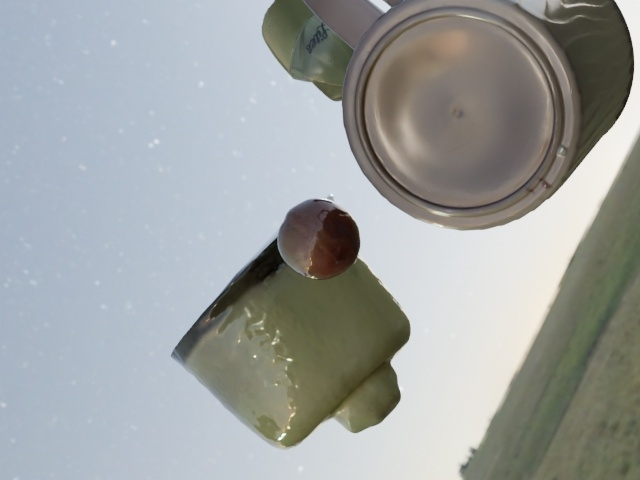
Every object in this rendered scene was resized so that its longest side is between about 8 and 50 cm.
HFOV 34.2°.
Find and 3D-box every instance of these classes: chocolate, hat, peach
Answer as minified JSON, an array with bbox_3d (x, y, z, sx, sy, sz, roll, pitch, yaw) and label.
[{"bbox_3d":[-0.019,0.151,1.533,0.314,0.297,0.326,-45,2,20],"label":"chocolate"},{"bbox_3d":[0.015,-0.230,1.203,0.122,0.166,0.081,-46,23,-24],"label":"hat"},{"bbox_3d":[0.001,-0.002,1.013,0.083,0.083,0.083,-58,-15,-24],"label":"peach"}]

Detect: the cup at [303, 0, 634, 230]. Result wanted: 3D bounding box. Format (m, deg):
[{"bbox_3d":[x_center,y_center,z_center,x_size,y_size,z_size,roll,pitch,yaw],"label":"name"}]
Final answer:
[{"bbox_3d":[0.141,-0.171,0.934,0.208,0.288,0.273,-24,9,30],"label":"cup"}]
